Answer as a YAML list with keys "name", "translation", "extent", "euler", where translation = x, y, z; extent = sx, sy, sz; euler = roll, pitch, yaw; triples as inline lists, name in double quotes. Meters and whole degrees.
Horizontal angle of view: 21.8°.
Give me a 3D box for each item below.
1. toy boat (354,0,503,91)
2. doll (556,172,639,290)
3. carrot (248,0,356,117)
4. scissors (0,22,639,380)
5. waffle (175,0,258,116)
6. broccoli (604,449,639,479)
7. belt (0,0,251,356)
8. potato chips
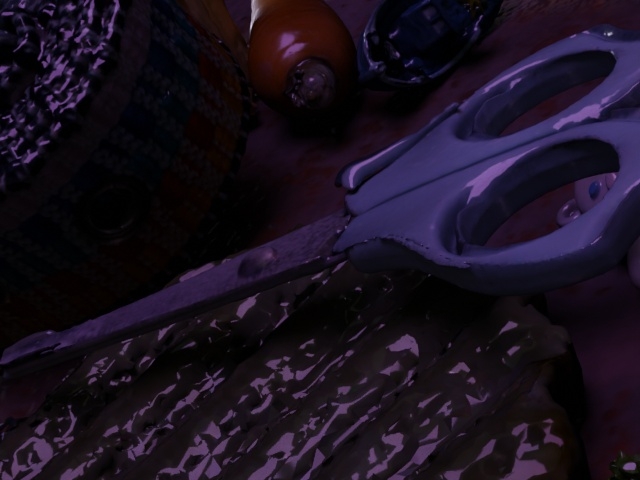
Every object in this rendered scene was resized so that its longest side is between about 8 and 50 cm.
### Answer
- name: "toy boat"
  translation: [0.067, -0.133, 0.997]
  extent: [0.137, 0.060, 0.061]
  euler: [-41, 7, -32]
- name: "doll"
  translation: [0.155, -0.040, 0.750]
  extent: [0.113, 0.071, 0.135]
  euler: [-48, 24, 4]
- name: "carrot"
  translation: [-0.023, -0.145, 1.111]
  extent: [0.069, 0.069, 0.336]
  euler: [-27, 23, 3]
- name: "scissors"
  translation: [-0.001, -0.001, 0.721]
  extent: [0.360, 0.029, 0.191]
  euler: [-20, 27, 21]
- name: "waffle"
  translation: [-0.213, -0.124, 1.088]
  extent: [0.308, 0.213, 0.091]
  euler: [-18, 31, 17]
- name: "broccoli"
  translation: [0.161, 0.068, 0.422]
  extent: [0.195, 0.156, 0.195]
  euler: [-23, 18, 8]
- name: "belt"
  translation: [-0.183, -0.041, 0.950]
  extent: [0.295, 0.160, 0.207]
  euler: [-28, 51, 22]
- name: "potato chips"
  translation: [-0.069, 0.126, 0.647]
  extent: [0.429, 0.070, 0.358]
  euler: [-38, 24, -23]
